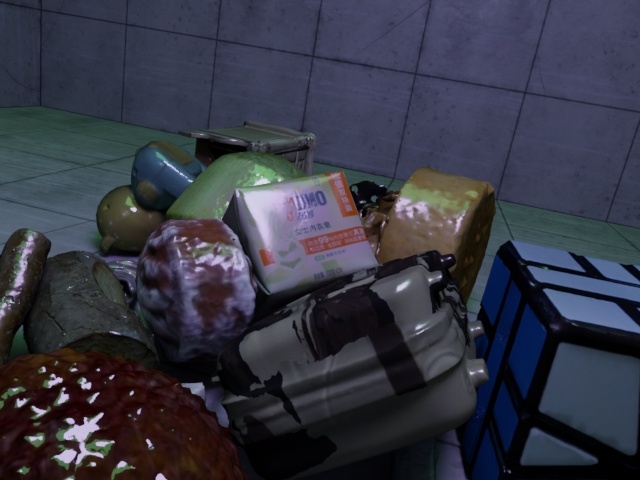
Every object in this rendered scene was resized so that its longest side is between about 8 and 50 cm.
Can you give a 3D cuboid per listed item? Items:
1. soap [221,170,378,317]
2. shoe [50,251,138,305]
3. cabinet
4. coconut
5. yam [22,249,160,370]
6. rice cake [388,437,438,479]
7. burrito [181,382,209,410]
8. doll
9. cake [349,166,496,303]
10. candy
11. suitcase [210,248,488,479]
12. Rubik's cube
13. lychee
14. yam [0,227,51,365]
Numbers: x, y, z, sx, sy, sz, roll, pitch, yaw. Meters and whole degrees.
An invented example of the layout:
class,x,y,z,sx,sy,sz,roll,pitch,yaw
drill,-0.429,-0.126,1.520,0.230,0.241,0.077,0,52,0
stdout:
class,x,y,z,sx,sy,sz,roll,pitch,yaw
soap,-0.038,0.004,0.871,0.199,0.182,0.138,-13,-19,-22
shoe,-0.389,0.081,0.940,0.180,0.089,0.092,9,18,-28
cabinet,-0.189,-0.143,1.402,0.227,0.290,0.318,17,20,20
coconut,-0.156,-0.016,1.073,0.328,0.329,0.281,14,-24,12
yam,-0.329,0.121,0.754,0.153,0.154,0.254,-2,26,-33
rice cake,0.092,0.302,0.534,0.062,0.066,0.336,8,17,8
burrito,-0.232,0.208,0.662,0.203,0.064,0.064,3,19,-22
doll,-0.383,-0.087,1.200,0.161,0.261,0.177,38,16,-10
cake,0.157,-0.001,1.100,0.320,0.333,0.332,17,19,25
candy,-0.196,0.074,0.814,0.157,0.215,0.289,-1,-4,-26
suitcase,0.030,0.153,0.680,0.339,0.194,0.351,-24,-3,16
Rubik's cube,0.346,0.190,0.669,0.293,0.289,0.283,13,17,0
lychee,-0.183,0.206,0.414,0.260,0.261,0.261,9,18,-3
yam,-0.400,0.102,0.673,0.061,0.061,0.253,7,56,-7
